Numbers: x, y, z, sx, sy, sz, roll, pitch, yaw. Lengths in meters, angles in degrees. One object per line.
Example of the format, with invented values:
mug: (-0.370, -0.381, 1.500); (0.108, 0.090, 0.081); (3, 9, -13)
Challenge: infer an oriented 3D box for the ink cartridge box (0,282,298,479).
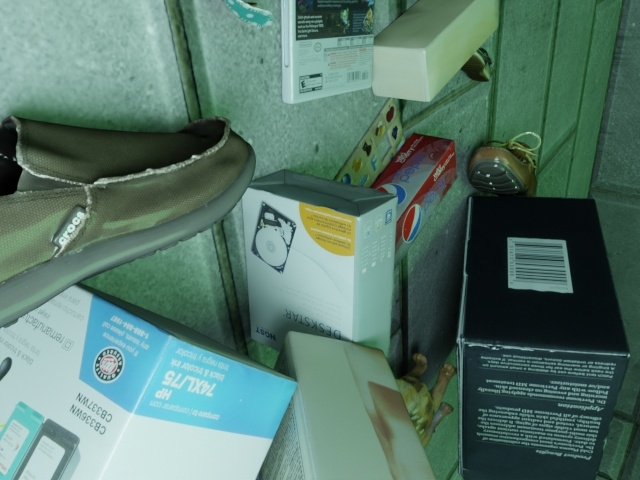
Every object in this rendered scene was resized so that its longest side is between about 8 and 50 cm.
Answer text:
ink cartridge box: (-0.193, 0.199, 0.496); (0.197, 0.198, 0.270); (41, 70, -54)

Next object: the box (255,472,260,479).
box: (-0.022, 0.457, 0.773); (0.183, 0.296, 0.294); (41, 69, -54)

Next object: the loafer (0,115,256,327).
loafer: (-0.196, -0.041, 0.440); (0.366, 0.134, 0.130); (-37, 120, -43)

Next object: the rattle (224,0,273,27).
rattle: (-0.133, -0.241, 0.507); (0.142, 0.130, 0.199); (-53, 170, -11)

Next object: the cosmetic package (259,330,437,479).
cosmetic package: (0.020, 0.241, 0.548); (0.129, 0.296, 0.153); (14, 113, -15)

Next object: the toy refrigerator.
toy refrigerator: (0.191, -0.330, 0.909); (0.269, 0.102, 0.094); (-48, 140, -33)

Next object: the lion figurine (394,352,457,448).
lion figurine: (0.187, 0.397, 1.197); (0.240, 0.142, 0.392); (-49, 140, -32)

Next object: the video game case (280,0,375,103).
video game case: (0.014, -0.283, 0.745); (0.190, 0.022, 0.173); (-27, 126, -47)

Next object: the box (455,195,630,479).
box: (0.467, 0.221, 1.263); (0.480, 0.297, 0.471); (-69, 156, -48)

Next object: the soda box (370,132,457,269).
soda box: (0.141, -0.070, 0.955); (0.263, 0.083, 0.092); (-52, 142, -30)

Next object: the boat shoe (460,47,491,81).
boat shoe: (0.311, -0.364, 1.121); (0.152, 0.056, 0.049); (9, 92, -66)

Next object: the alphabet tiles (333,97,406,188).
alphabet tiles: (0.091, -0.091, 0.957); (0.237, 0.009, 0.198); (-57, 144, -23)

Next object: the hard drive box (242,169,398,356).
hard drive box: (-0.003, 0.043, 0.722); (0.089, 0.181, 0.232); (-30, 127, -46)

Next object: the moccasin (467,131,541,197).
moccasin: (0.451, -0.181, 1.328); (0.380, 0.139, 0.147); (4, 94, -54)
